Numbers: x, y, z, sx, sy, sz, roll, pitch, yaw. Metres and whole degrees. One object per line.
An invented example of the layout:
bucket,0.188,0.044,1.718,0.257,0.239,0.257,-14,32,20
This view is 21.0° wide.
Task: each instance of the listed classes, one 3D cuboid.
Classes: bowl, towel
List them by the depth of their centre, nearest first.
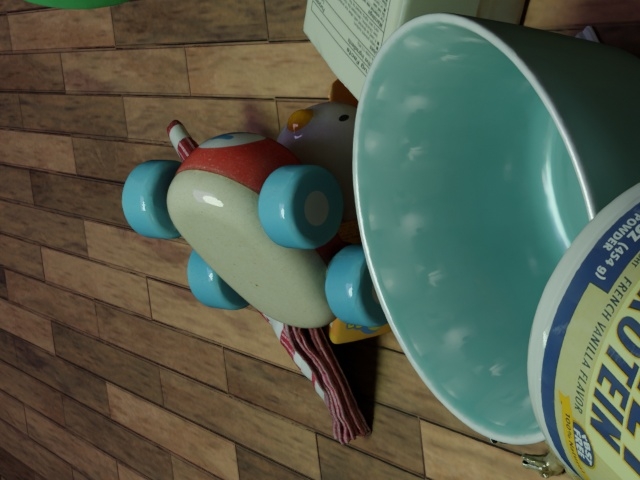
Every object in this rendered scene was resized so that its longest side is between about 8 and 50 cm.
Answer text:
bowl,0.170,-0.024,1.253,0.311,0.163,0.311,39,137,50
towel,-0.062,0.042,1.820,0.329,0.037,0.237,54,171,43

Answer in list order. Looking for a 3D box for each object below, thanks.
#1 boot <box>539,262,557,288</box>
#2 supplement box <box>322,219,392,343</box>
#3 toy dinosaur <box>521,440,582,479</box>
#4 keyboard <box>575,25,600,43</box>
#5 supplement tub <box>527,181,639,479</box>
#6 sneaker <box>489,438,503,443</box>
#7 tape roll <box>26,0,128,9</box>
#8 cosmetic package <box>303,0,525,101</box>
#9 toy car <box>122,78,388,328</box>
boot,0.146,0.035,1.436,0.305,0.112,0.115,56,171,33
supplement box,0.000,0.000,1.740,0.233,0.080,0.078,51,145,43
toy dinosaur,0.218,0.183,1.402,0.183,0.053,0.092,34,145,67
keyboard,0.182,-0.069,1.407,0.072,0.014,0.256,62,151,22
supplement tub,0.289,0.106,0.986,0.316,0.228,0.228,39,133,55
sneaker,0.159,0.137,1.472,0.162,0.063,0.073,-174,60,-86
tape roll,-0.280,-0.406,1.883,0.321,0.321,0.077,70,154,19
cosmetic package,0.090,-0.263,1.382,0.153,0.129,0.296,55,145,40
toy car,-0.014,-0.063,1.574,0.219,0.238,0.210,3,144,44
